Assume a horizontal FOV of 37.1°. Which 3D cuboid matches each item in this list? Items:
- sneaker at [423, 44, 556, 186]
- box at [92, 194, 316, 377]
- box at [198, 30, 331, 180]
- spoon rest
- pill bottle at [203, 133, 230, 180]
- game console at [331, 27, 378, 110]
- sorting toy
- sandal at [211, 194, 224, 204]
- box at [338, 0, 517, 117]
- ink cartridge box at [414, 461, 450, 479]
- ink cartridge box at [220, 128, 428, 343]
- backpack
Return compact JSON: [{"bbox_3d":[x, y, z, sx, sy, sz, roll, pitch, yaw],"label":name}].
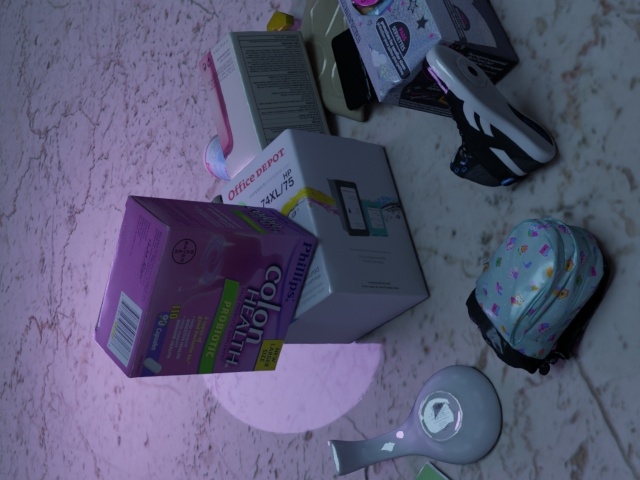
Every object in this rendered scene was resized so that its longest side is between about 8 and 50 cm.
[{"bbox_3d":[0.192,-0.148,1.255,0.121,0.217,0.079,-41,14,37],"label":"sneaker"},{"bbox_3d":[-0.157,0.065,1.306,0.117,0.243,0.213,34,112,45],"label":"box"},{"bbox_3d":[-0.091,-0.223,1.607,0.127,0.149,0.232,-26,76,54],"label":"box"},{"bbox_3d":[0.142,0.272,1.379,0.276,0.084,0.137,-28,66,31],"label":"spoon rest"},{"bbox_3d":[-0.140,-0.146,1.742,0.160,0.087,0.087,18,100,51],"label":"pill bottle"},{"bbox_3d":[0.081,-0.279,1.501,0.071,0.107,0.122,55,-159,-89],"label":"game console"},{"bbox_3d":[0.005,-0.343,1.631,0.307,0.041,0.229,27,112,49],"label":"sorting toy"},{"bbox_3d":[-0.108,-0.011,1.675,0.086,0.120,0.303,-45,44,4],"label":"sandal"},{"bbox_3d":[0.141,-0.321,1.357,0.142,0.163,0.247,-44,54,39],"label":"box"},{"bbox_3d":[0.153,0.460,1.351,0.171,0.056,0.235,34,90,46],"label":"ink cartridge box"},{"bbox_3d":[0.000,0.000,1.468,0.198,0.197,0.270,-37,59,42],"label":"ink cartridge box"},{"bbox_3d":[0.272,0.059,1.199,0.182,0.115,0.152,-57,44,26],"label":"backpack"}]
